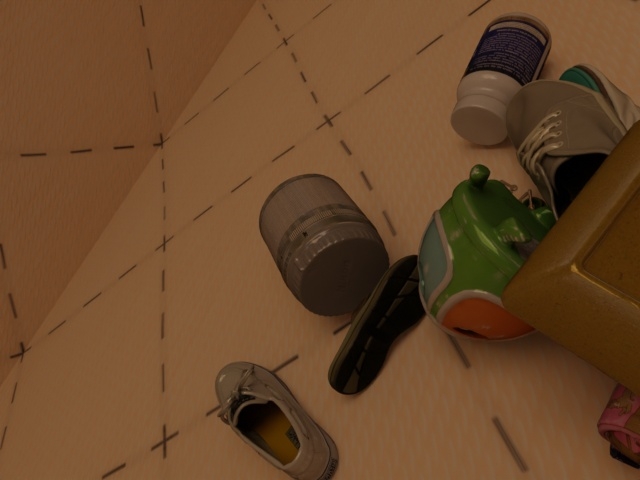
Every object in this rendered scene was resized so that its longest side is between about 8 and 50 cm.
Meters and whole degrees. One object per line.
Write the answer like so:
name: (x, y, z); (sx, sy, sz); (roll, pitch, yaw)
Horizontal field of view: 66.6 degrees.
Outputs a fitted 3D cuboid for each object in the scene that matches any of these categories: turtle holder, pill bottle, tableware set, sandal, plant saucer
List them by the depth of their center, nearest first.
plant saucer: (0.426, 0.022, 0.510); (0.332, 0.081, 0.333); (36, 78, 29)
turtle holder: (0.261, 0.016, 0.808); (0.227, 0.243, 0.320); (-54, 46, 32)
sandal: (0.104, 0.148, 0.931); (0.303, 0.120, 0.086); (-52, 27, -6)
tableware set: (0.365, -0.064, 0.949); (0.104, 0.024, 0.154); (-44, 41, 3)
pill bottle: (0.389, -0.348, 1.063); (0.153, 0.153, 0.265); (9, 64, 44)

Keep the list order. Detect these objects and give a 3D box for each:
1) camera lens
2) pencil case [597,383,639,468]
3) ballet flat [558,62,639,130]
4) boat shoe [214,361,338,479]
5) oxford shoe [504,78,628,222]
camera lens: (0.000, 0.000, 1.054); (0.219, 0.219, 0.274); (-41, 41, 6)
pencil case: (0.490, 0.113, 0.587); (0.160, 0.167, 0.386); (28, 76, 26)
ballet flat: (0.518, -0.145, 0.824); (0.139, 0.139, 0.401); (-23, 49, 25)
boat shoe: (-0.132, 0.328, 0.943); (0.136, 0.156, 0.367); (-52, 41, -8)
oxford shoe: (0.391, -0.142, 0.783); (0.450, 0.129, 0.169); (-96, 19, -48)
